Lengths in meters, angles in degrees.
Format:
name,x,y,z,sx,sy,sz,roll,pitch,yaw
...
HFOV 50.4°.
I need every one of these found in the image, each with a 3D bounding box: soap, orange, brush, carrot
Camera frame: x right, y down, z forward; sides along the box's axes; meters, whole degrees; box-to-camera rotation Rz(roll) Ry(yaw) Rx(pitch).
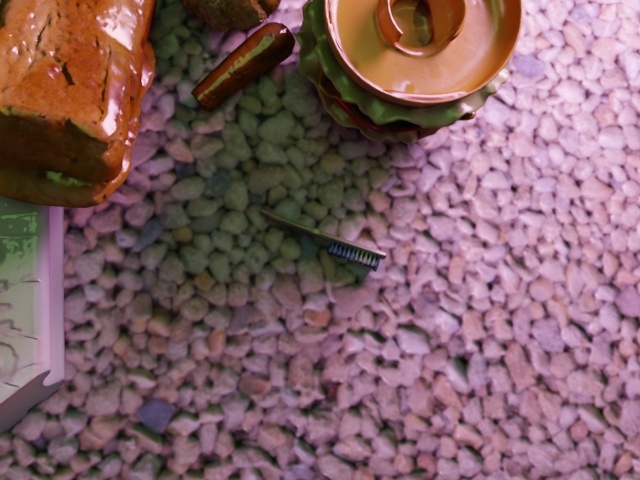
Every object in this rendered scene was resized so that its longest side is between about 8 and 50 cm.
name,x,y,z,sx,sy,sz,roll,pitch,yaw
soap,-0.403,0.085,0.811,0.173,0.095,0.289,-3,79,-6
orange,-0.115,-0.353,0.913,0.157,0.134,0.156,1,95,10
brush,0.000,-0.001,0.905,0.179,0.033,0.030,20,91,-2
carrot,-0.106,-0.239,0.934,0.161,0.055,0.055,-39,85,-5

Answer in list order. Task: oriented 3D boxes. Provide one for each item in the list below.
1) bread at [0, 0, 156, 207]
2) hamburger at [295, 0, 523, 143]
name,x,y,z,sx,sy,sz,roll,pitch,yaw
bread,-0.303,-0.205,0.820,0.195,0.149,0.344,13,54,-17
hamburger,0.106,-0.261,0.876,0.275,0.212,0.274,1,86,-9
